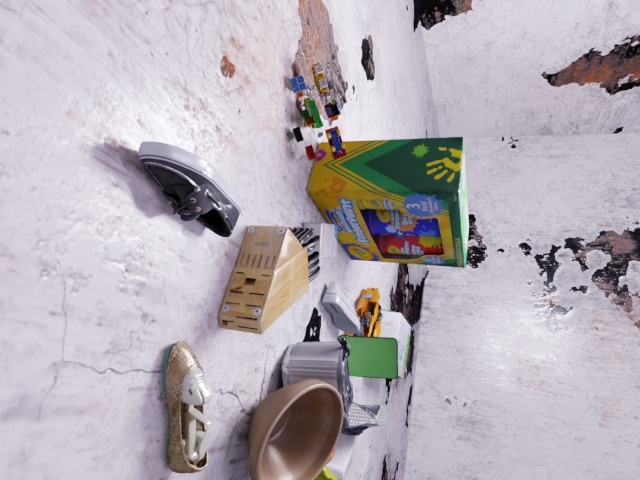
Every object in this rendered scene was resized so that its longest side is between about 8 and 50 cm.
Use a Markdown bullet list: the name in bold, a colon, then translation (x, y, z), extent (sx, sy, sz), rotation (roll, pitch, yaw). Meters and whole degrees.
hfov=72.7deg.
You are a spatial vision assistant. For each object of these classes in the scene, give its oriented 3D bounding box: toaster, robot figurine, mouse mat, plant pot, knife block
- **toaster**: translation (-0.004, 0.327, 1.021), extent (0.129, 0.146, 0.227), rotation (-68, 154, -64)
- **robot figurine**: translation (0.155, 0.311, 1.516), extent (0.291, 0.085, 0.211), rotation (-60, 146, -49)
- **mouse mat**: translation (0.150, 0.370, 1.376), extent (0.007, 0.189, 0.153), rotation (-56, 145, -67)
- **plant pot**: translation (-0.069, 0.387, 0.894), extent (0.237, 0.109, 0.238), rotation (-18, 115, -44)
- **knife block**: translation (-0.079, 0.084, 0.894), extent (0.242, 0.088, 0.276), rotation (57, 41, -55)

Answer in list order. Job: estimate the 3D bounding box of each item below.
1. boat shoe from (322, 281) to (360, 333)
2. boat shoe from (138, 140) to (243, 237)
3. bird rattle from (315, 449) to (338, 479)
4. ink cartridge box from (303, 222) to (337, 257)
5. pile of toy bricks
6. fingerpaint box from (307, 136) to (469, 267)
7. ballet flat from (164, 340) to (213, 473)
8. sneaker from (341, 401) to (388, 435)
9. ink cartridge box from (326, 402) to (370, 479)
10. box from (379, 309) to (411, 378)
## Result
- **boat shoe**: translation (0.074, 0.203, 1.299), extent (0.226, 0.083, 0.076), rotation (64, 37, -50)
- **boat shoe**: translation (-0.185, -0.062, 0.636), extent (0.228, 0.080, 0.076), rotation (54, 42, -68)
- **bird rattle**: translation (-0.012, 0.538, 1.154), extent (0.207, 0.143, 0.254), rotation (82, 9, -55)
- **ink cartridge box**: translation (0.000, 0.000, 1.126), extent (0.122, 0.052, 0.089), rotation (3, 90, -69)
- **pile of toy bricks**: translation (-0.015, -0.286, 1.011), extent (0.105, 0.118, 0.212), rotation (-122, -167, -80)
- **fingerpaint box**: translation (0.216, -0.084, 1.226), extent (0.445, 0.370, 0.163), rotation (55, 43, -58)
- **ballet flat**: translation (-0.194, 0.255, 0.662), extent (0.073, 0.067, 0.206), rotation (-20, 112, -66)
- **sneaker**: translation (0.074, 0.554, 1.359), extent (0.226, 0.163, 0.086), rotation (20, 53, -25)
- **ink cartridge box**: translation (0.098, 0.752, 1.468), extent (0.296, 0.066, 0.261), rotation (-43, 135, -60)
- **box**: translation (0.278, 0.430, 1.792), extent (0.262, 0.126, 0.231), rotation (49, 50, -59)
